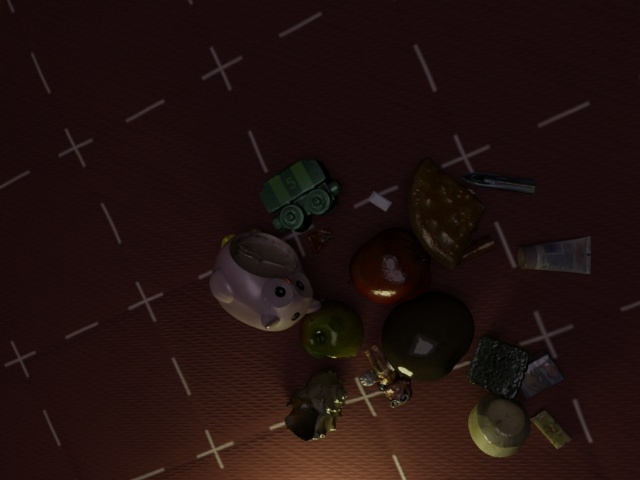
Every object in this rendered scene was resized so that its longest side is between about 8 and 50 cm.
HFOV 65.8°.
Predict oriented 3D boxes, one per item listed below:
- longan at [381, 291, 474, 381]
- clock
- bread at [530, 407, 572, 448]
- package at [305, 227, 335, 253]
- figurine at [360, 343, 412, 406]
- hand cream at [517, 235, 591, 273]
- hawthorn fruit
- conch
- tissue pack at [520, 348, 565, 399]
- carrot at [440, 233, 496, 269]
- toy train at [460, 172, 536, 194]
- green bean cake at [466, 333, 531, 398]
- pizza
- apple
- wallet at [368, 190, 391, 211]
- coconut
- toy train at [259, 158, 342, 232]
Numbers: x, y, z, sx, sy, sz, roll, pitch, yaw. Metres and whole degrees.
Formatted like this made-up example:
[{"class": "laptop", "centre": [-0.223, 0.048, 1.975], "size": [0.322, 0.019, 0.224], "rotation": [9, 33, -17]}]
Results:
[{"class": "longan", "centre": [0.381, 0.337, 1.751], "size": [0.350, 0.288, 0.289], "rotation": [-29, 90, -17]}, {"class": "clock", "centre": [-0.208, 0.170, 1.800], "size": [0.376, 0.368, 0.251], "rotation": [44, 129, 31]}, {"class": "bread", "centre": [0.850, 0.695, 1.826], "size": [0.068, 0.028, 0.154], "rotation": [-41, 89, 11]}, {"class": "package", "centre": [-0.001, 0.000, 1.910], "size": [0.110, 0.033, 0.077], "rotation": [-24, 101, 17]}, {"class": "figurine", "centre": [0.254, 0.512, 1.876], "size": [0.174, 0.116, 0.240], "rotation": [-37, 82, 14]}, {"class": "hand cream", "centre": [0.829, 0.052, 1.741], "size": [0.247, 0.083, 0.133], "rotation": [0, 97, 0]}, {"class": "hawthorn fruit", "centre": [0.227, 0.105, 1.769], "size": [0.330, 0.287, 0.287], "rotation": [-25, 91, 34]}, {"class": "conch", "centre": [-0.007, 0.647, 1.897], "size": [0.186, 0.263, 0.324], "rotation": [28, 138, -15]}, {"class": "tissue pack", "centre": [0.782, 0.485, 1.796], "size": [0.155, 0.065, 0.116], "rotation": [-33, 90, 11]}, {"class": "carrot", "centre": [0.533, 0.052, 1.803], "size": [0.209, 0.061, 0.061], "rotation": [-29, 90, 16]}, {"class": "toy train", "centre": [0.628, -0.207, 1.758], "size": [0.251, 0.048, 0.055], "rotation": [9, 96, 10]}, {"class": "green bean cake", "centre": [0.637, 0.452, 1.768], "size": [0.183, 0.094, 0.185], "rotation": [19, 82, 30]}, {"class": "pizza", "centre": [0.438, -0.102, 1.745], "size": [0.277, 0.114, 0.409], "rotation": [-15, 80, -14]}, {"class": "apple", "centre": [0.037, 0.350, 1.844], "size": [0.246, 0.226, 0.246], "rotation": [1, 96, 13]}, {"class": "wallet", "centre": [0.224, -0.148, 1.861], "size": [0.083, 0.011, 0.044], "rotation": [34, 102, 5]}, {"class": "coconut", "centre": [0.638, 0.664, 1.777], "size": [0.202, 0.222, 0.202], "rotation": [-2, 53, 2]}, {"class": "toy train", "centre": [-0.073, -0.167, 1.843], "size": [0.299, 0.167, 0.238], "rotation": [-31, 84, 12]}]
